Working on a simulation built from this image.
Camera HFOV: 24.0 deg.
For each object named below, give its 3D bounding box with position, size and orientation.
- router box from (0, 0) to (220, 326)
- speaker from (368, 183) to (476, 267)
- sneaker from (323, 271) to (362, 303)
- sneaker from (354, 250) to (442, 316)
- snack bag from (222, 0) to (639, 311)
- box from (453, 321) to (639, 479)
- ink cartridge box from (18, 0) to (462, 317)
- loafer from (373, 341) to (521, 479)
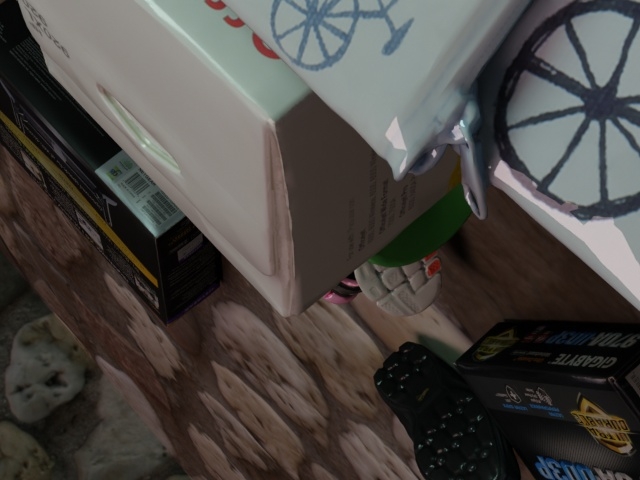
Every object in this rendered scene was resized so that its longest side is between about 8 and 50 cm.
[{"bbox_3d":[-0.233,-0.080,1.577,0.309,0.081,0.243,46,162,15],"label":"router box"},{"bbox_3d":[-0.032,-0.104,0.929,0.296,0.131,0.131,38,159,36],"label":"speaker"},{"bbox_3d":[0.000,0.000,1.227,0.119,0.047,0.057,47,157,-13],"label":"sneaker"},{"bbox_3d":[0.035,-0.020,1.040,0.158,0.061,0.065,60,-172,-23],"label":"sneaker"},{"bbox_3d":[0.101,-0.136,0.373,0.342,0.037,0.323,45,122,19],"label":"snack bag"},{"bbox_3d":[0.197,0.136,0.987,0.175,0.051,0.220,54,162,-11],"label":"box"},{"bbox_3d":[0.014,-0.123,0.603,0.171,0.232,0.168,44,163,20],"label":"ink cartridge box"},{"bbox_3d":[0.108,0.150,1.168,0.078,0.076,0.223,42,-176,-24],"label":"loafer"}]
